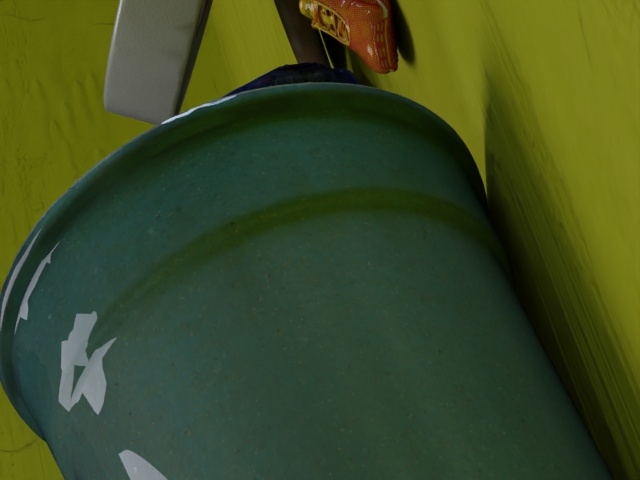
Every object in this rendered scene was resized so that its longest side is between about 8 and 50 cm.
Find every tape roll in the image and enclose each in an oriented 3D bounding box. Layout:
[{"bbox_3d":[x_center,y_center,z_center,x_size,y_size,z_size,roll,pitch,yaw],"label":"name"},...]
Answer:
[{"bbox_3d":[-0.120,-0.298,1.436,0.392,0.072,0.392,-166,90,-85],"label":"tape roll"}]

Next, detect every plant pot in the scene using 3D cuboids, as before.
[{"bbox_3d":[-0.036,-0.271,1.630,0.236,0.032,0.236,-18,-90,-86],"label":"plant pot"},{"bbox_3d":[0.015,0.141,0.895,0.341,0.341,0.334,80,166,-46],"label":"plant pot"}]

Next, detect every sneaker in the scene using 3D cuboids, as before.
[{"bbox_3d":[0.022,-0.178,1.227,0.175,0.067,0.064,-114,12,-55],"label":"sneaker"}]

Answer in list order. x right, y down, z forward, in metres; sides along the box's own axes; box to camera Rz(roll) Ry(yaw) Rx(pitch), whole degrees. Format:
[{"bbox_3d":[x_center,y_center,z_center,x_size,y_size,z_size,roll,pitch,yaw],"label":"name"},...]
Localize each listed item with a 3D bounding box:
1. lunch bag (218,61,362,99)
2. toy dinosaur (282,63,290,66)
[{"bbox_3d":[-0.016,0.039,1.441,0.385,0.239,0.328,-77,-24,-63],"label":"lunch bag"},{"bbox_3d":[-0.062,-0.033,1.672,0.160,0.121,0.313,23,129,55],"label":"toy dinosaur"}]
